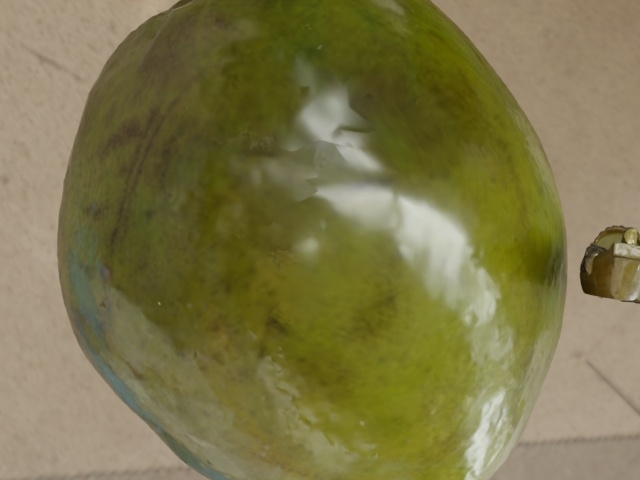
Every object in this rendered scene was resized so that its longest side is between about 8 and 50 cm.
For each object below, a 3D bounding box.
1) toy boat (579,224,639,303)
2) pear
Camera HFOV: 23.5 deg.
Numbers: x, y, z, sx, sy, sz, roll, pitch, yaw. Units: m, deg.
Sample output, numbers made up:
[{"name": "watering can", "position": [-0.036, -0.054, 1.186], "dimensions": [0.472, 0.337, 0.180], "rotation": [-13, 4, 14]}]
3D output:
[{"name": "toy boat", "position": [0.190, 0.013, 0.980], "dimensions": [0.047, 0.149, 0.049], "rotation": [10, 91, 8]}, {"name": "pear", "position": [0.000, 0.000, 1.066], "dimensions": [0.352, 0.352, 0.413], "rotation": [-24, 93, -14]}]
